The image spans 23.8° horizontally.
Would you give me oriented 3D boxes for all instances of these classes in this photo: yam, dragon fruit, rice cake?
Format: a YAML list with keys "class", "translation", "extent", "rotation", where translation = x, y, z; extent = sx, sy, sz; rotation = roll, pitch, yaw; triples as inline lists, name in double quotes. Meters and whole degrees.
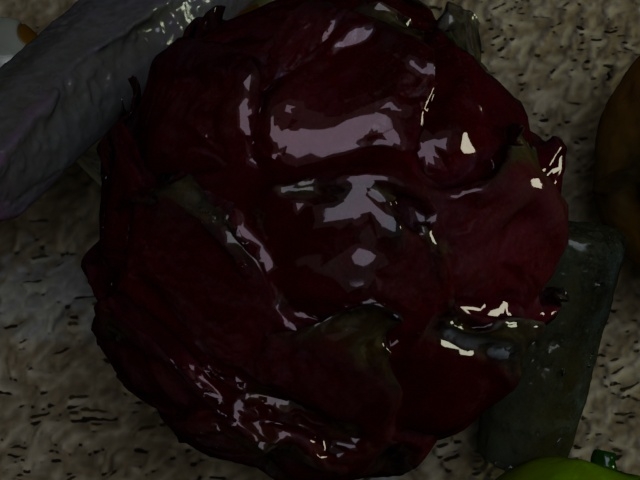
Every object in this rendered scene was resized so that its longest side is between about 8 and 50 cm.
- class: "yam"
  translation: [0.160, 0.071, 1.066]
  extent: [0.078, 0.078, 0.179]
  rotation: [9, 100, -8]
- class: "dragon fruit"
  translation: [0.000, 0.002, 0.965]
  extent: [0.329, 0.329, 0.329]
  rotation: [2, 76, -9]
- class: "rice cake"
  translation: [-0.129, -0.134, 1.024]
  extent: [0.070, 0.064, 0.399]
  rotation: [13, 43, 29]

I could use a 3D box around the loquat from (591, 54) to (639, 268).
- class: "loquat"
  translation: [0.312, -0.056, 1.094]
  extent: [0.238, 0.193, 0.238]
  rotation: [2, 86, -31]

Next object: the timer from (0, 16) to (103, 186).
- class: "timer"
  translation: [-0.233, -0.115, 1.052]
  extent: [0.266, 0.175, 0.175]
  rotation: [18, 73, -24]

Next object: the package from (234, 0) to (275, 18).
- class: "package"
  translation: [-0.038, -0.155, 1.138]
  extent: [0.108, 0.031, 0.120]
  rotation: [-23, 74, -16]

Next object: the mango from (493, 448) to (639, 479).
- class: "mango"
  translation: [0.172, 0.313, 0.993]
  extent: [0.192, 0.156, 0.343]
  rotation: [-8, 82, -8]
